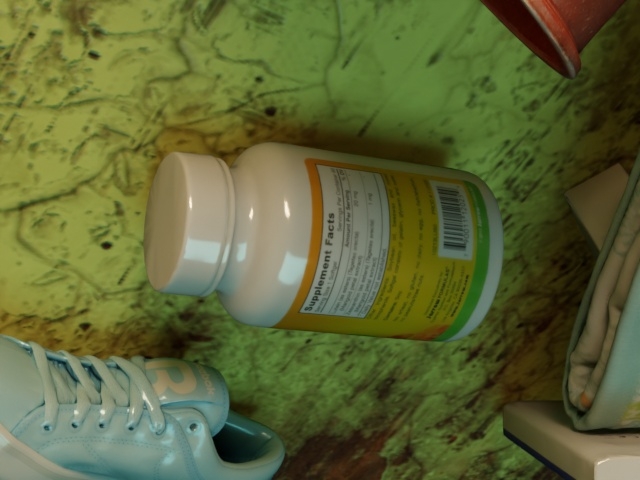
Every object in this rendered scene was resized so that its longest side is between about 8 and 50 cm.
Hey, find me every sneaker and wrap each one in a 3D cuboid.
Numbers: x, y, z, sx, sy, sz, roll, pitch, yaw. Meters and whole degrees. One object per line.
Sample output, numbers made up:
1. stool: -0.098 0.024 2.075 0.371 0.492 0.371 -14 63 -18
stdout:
1. sneaker: -0.162 0.133 1.003 0.150 0.135 0.366 -41 141 9

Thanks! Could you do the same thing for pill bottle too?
1. pill bottle: 0.000 0.000 0.917 0.245 0.136 0.136 7 129 -25

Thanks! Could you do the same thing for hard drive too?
1. hard drive: 0.296 0.179 1.070 0.210 0.318 0.040 0 90 -4

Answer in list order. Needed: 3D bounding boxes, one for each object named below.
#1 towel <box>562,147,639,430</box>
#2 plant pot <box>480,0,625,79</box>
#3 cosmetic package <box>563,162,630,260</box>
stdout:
1. towel: 0.376 0.013 0.931 0.320 0.090 0.374 -1 136 -9
2. plant pot: 0.140 -0.273 0.646 0.265 0.272 0.272 -42 132 9
3. cosmetic package: 0.295 0.045 1.093 0.060 0.099 0.239 -31 135 7
